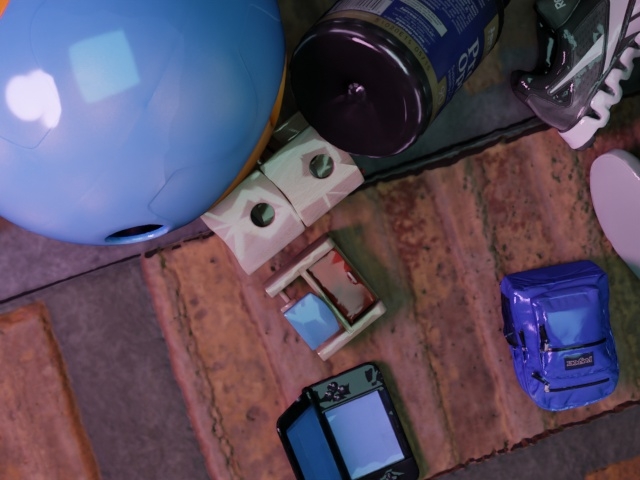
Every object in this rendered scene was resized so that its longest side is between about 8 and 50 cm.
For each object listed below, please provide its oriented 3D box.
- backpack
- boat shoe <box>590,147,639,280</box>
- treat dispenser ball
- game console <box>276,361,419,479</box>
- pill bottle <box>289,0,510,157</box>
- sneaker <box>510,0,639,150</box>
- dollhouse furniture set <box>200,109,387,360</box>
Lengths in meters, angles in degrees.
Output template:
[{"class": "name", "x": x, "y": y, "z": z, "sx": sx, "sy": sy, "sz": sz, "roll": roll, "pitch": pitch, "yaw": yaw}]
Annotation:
[{"class": "backpack", "x": 0.212, "y": 0.090, "z": 1.624, "sx": 0.098, "sy": 0.101, "sz": 0.120, "roll": -8, "pitch": 104, "yaw": 0}, {"class": "boat shoe", "x": 0.320, "y": 0.006, "z": 1.644, "sx": 0.070, "sy": 0.078, "sz": 0.219, "roll": -37, "pitch": 98, "yaw": -33}, {"class": "treat dispenser ball", "x": -0.169, "y": -0.140, "z": 1.432, "sx": 0.288, "sy": 0.288, "sz": 0.288, "roll": -1, "pitch": 100, "yaw": -8}, {"class": "game console", "x": 0.026, "y": 0.186, "z": 1.627, "sx": 0.107, "sy": 0.071, "sz": 0.122, "roll": -22, "pitch": 102, "yaw": -4}, {"class": "pill bottle", "x": 0.075, "y": -0.172, "z": 1.498, "sx": 0.123, "sy": 0.123, "sz": 0.219, "roll": 52, "pitch": 46, "yaw": -13}, {"class": "sneaker", "x": 0.243, "y": -0.200, "z": 1.589, "sx": 0.106, "sy": 0.078, "sz": 0.234, "roll": 28, "pitch": 97, "yaw": -14}, {"class": "dollhouse furniture set", "x": 0.000, "y": 0.000, "z": 1.561, "sx": 0.129, "sy": 0.129, "sz": 0.184, "roll": -39, "pitch": 102, "yaw": 0}]
